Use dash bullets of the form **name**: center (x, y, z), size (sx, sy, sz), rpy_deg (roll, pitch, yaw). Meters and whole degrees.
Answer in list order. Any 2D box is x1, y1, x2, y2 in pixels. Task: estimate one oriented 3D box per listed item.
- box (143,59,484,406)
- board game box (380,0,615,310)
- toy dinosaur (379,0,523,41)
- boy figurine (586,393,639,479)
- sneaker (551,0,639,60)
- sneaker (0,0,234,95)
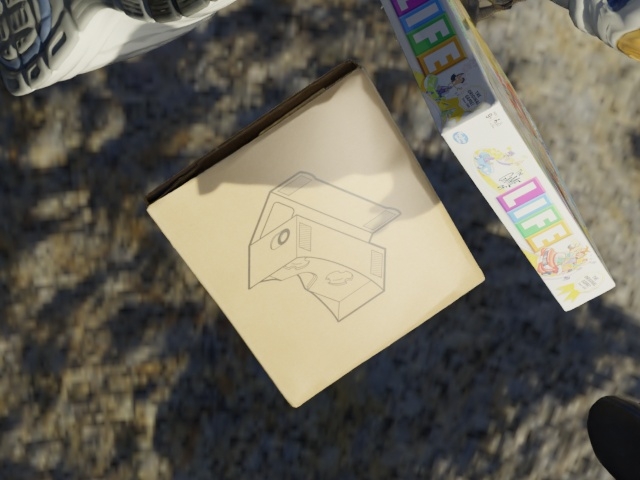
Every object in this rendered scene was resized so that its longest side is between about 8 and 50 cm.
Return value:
- **box**: center (0.000, 0.000, 1.259), size (0.164, 0.201, 0.021), rpy_deg (-34, 36, -2)
- **board game box**: center (0.073, -0.048, 0.807), size (0.026, 0.154, 0.103), rpy_deg (-28, 53, 10)
- **toy dinosaur**: center (0.084, -0.164, 1.257), size (0.093, 0.053, 0.183), rpy_deg (-38, 31, 3)
- **boy figurine**: center (0.263, 0.090, 1.016), size (0.285, 0.177, 0.092), rpy_deg (-20, 38, -32)
- **sneaker**: center (0.128, -0.205, 0.563), size (0.131, 0.112, 0.296), rpy_deg (35, 104, 30)
- **sneaker**: center (-0.098, -0.178, 1.182), size (0.129, 0.297, 0.111), rpy_deg (-16, 90, -41)
